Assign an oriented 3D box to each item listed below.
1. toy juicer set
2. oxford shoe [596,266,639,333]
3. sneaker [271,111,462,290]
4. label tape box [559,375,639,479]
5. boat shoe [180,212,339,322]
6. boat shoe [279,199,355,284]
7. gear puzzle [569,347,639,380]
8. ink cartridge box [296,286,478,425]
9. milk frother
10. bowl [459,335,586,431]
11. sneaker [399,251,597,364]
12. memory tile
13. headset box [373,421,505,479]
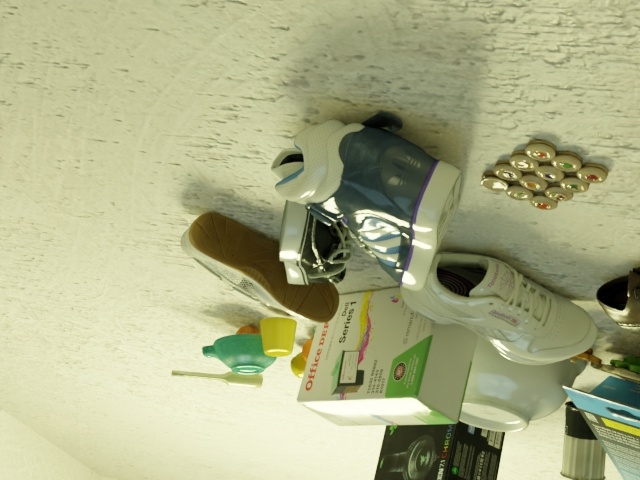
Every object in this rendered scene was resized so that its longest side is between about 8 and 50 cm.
[{"bbox_3d":[-0.113,0.218,2.317,0.209,0.089,0.329,18,152,-39],"label":"toy juicer set"},{"bbox_3d":[0.470,0.076,1.631,0.096,0.083,0.227,32,151,-25],"label":"oxford shoe"},{"bbox_3d":[0.053,-0.056,1.559,0.236,0.130,0.323,22,162,9],"label":"sneaker"},{"bbox_3d":[0.580,0.324,1.987,0.240,0.106,0.334,14,150,46],"label":"label tape box"},{"bbox_3d":[-0.098,0.048,1.908,0.277,0.098,0.096,33,153,-15],"label":"boat shoe"},{"bbox_3d":[-0.001,0.004,1.722,0.105,0.113,0.306,7,159,4],"label":"boat shoe"},{"bbox_3d":[0.530,0.209,1.914,0.339,0.044,0.175,16,177,0],"label":"gear puzzle"},{"bbox_3d":[0.110,0.191,1.955,0.117,0.201,0.278,33,152,-34],"label":"ink cartridge box"},{"bbox_3d":[0.521,0.367,2.181,0.143,0.135,0.129,6,-174,28],"label":"milk frother"},{"bbox_3d":[0.300,0.243,2.045,0.297,0.134,0.298,12,157,5],"label":"bowl"},{"bbox_3d":[0.272,0.098,1.756,0.305,0.114,0.152,17,158,-5],"label":"sneaker"},{"bbox_3d":[0.277,-0.078,1.487,0.113,0.012,0.148,22,156,-15],"label":"memory tile"},{"bbox_3d":[0.234,0.482,2.481,0.131,0.246,0.283,26,156,-24],"label":"headset box"}]
